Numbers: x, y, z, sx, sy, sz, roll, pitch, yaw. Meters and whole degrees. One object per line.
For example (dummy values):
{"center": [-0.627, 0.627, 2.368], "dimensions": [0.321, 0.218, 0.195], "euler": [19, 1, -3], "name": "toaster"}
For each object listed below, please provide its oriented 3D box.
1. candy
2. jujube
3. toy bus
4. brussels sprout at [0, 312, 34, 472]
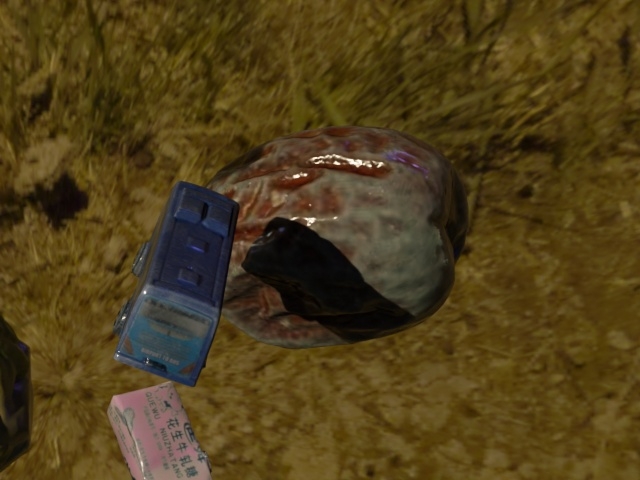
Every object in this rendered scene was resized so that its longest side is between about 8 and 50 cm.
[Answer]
{"center": [-0.209, 0.269, 1.592], "dimensions": [0.092, 0.073, 0.160], "euler": [-14, 69, -29], "name": "candy"}
{"center": [0.002, -0.005, 1.327], "dimensions": [0.308, 0.246, 0.215], "euler": [-2, 52, 19], "name": "jujube"}
{"center": [-0.111, 0.030, 1.012], "dimensions": [0.079, 0.236, 0.094], "euler": [27, 112, -12], "name": "toy bus"}
{"center": [-0.525, 0.188, 1.545], "dimensions": [0.328, 0.247, 0.328], "euler": [1, 84, -8], "name": "brussels sprout"}
